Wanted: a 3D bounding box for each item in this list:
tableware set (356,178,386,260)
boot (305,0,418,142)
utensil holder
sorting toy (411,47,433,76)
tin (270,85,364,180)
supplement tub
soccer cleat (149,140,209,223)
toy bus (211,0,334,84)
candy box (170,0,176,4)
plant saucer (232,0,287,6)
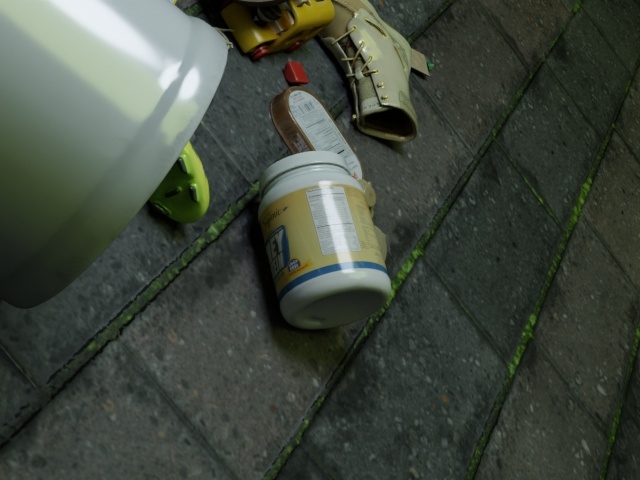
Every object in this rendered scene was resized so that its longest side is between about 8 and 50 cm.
[{"bbox_3d":[0.047,-0.030,1.559,0.169,0.020,0.141,8,75,-54],"label":"tableware set"},{"bbox_3d":[0.060,-0.286,1.753,0.262,0.095,0.203,32,42,-39],"label":"boot"},{"bbox_3d":[-0.332,-0.178,0.964,0.385,0.328,0.327,39,38,-23],"label":"utensil holder"},{"bbox_3d":[0.185,-0.329,2.013,0.083,0.012,0.062,20,44,-38],"label":"sorting toy"},{"bbox_3d":[-0.003,-0.144,1.607,0.189,0.040,0.106,57,38,-1],"label":"tin"},{"bbox_3d":[0.000,0.000,1.395,0.144,0.144,0.199,14,53,-46],"label":"supplement tub"},{"bbox_3d":[-0.211,-0.155,1.304,0.289,0.093,0.121,56,27,-3],"label":"soccer cleat"},{"bbox_3d":[-0.064,-0.345,1.629,0.191,0.104,0.202,29,42,-35],"label":"toy bus"},{"bbox_3d":[-0.280,-0.378,1.452,0.206,0.027,0.105,42,39,-21],"label":"candy box"},{"bbox_3d":[-0.085,-0.395,1.582,0.029,0.169,0.168,85,2,-53],"label":"plant saucer"}]
